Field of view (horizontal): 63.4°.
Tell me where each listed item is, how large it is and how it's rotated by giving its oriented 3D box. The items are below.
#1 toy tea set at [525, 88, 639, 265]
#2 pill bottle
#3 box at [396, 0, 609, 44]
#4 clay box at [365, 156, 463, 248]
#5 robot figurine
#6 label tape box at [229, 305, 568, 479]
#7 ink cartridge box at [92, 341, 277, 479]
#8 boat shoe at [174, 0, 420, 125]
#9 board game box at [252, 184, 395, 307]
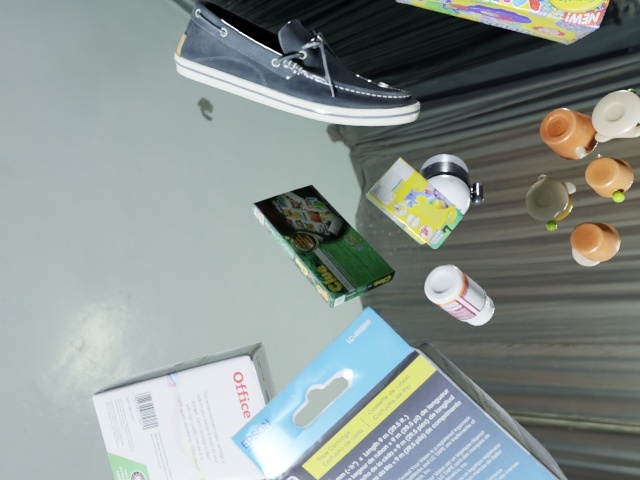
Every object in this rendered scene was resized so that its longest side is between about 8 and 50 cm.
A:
[{"bbox_3d":[0.526,-0.119,1.019,0.124,0.200,0.335,12,90,-39],"label":"toy tea set"},{"bbox_3d":[0.416,0.167,1.533,0.221,0.121,0.121,34,57,-37],"label":"pill bottle"},{"bbox_3d":[0.279,-0.462,0.732,0.177,0.290,0.278,-48,154,-71],"label":"box"},{"bbox_3d":[0.239,-0.090,1.316,0.222,0.053,0.127,42,80,-3],"label":"clay box"},{"bbox_3d":[0.400,-0.170,1.688,0.173,0.209,0.278,51,30,-21],"label":"robot figurine"},{"bbox_3d":[0.101,0.267,0.659,0.348,0.249,0.115,43,10,-3],"label":"label tape box"},{"bbox_3d":[-0.210,0.309,0.884,0.117,0.279,0.201,-7,82,-84],"label":"ink cartridge box"},{"bbox_3d":[-0.042,-0.340,1.006,0.186,0.501,0.155,-57,165,-64],"label":"boat shoe"},{"bbox_3d":[0.000,0.000,0.928,0.136,0.259,0.030,-19,141,-31],"label":"board game box"}]
